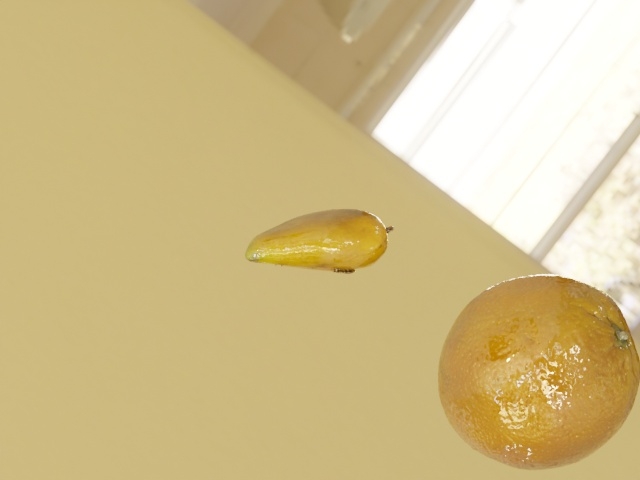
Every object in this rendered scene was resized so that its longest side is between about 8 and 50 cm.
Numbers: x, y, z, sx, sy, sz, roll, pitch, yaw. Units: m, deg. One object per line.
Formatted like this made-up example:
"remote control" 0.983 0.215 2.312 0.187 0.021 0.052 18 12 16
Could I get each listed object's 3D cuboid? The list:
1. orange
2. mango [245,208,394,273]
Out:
"orange" 0.285 0.167 1.811 0.264 0.264 0.264 -51 -8 -10
"mango" 0.000 0.000 1.669 0.101 0.187 0.066 -123 29 -64
